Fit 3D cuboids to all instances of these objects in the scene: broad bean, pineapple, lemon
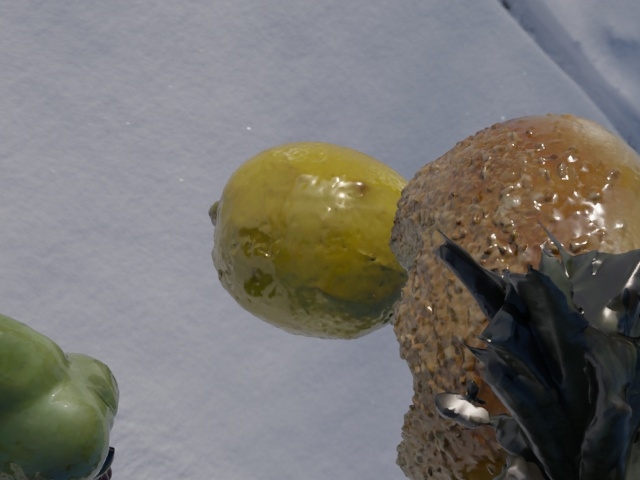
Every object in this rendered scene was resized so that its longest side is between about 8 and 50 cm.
[{"bbox_3d":[-0.263,0.129,0.606,0.228,0.100,0.169,37,109,-21],"label":"broad bean"},{"bbox_3d":[0.136,0.145,0.378,0.165,0.165,0.365,-19,115,-33],"label":"pineapple"},{"bbox_3d":[0.003,0.000,1.016,0.284,0.260,0.260,38,76,-2],"label":"lemon"}]

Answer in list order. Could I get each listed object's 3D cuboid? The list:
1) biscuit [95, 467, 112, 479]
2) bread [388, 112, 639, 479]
[{"bbox_3d":[-0.394,0.364,0.930,0.115,0.268,0.366,46,62,-3],"label":"biscuit"},{"bbox_3d":[0.147,0.034,0.559,0.171,0.192,0.314,22,67,-16],"label":"bread"}]
